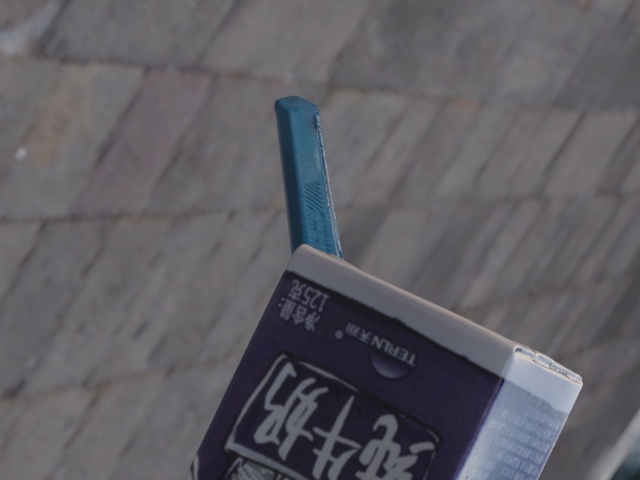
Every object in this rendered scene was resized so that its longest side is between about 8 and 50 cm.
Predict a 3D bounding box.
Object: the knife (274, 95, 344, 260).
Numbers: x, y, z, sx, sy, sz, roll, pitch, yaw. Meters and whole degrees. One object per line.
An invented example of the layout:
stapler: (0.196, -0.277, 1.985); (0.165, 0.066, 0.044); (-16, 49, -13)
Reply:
knife: (0.000, 0.002, 1.249); (0.296, 0.044, 0.026); (-98, -167, -48)

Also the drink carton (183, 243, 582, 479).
drink carton: (0.013, 0.133, 0.961); (0.222, 0.134, 0.102); (-64, 152, -1)
